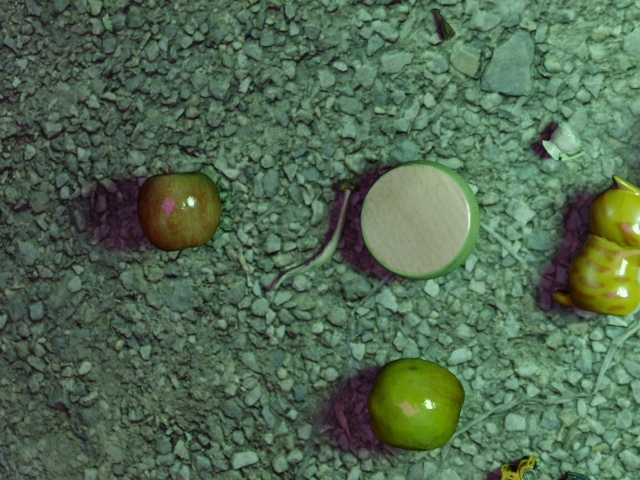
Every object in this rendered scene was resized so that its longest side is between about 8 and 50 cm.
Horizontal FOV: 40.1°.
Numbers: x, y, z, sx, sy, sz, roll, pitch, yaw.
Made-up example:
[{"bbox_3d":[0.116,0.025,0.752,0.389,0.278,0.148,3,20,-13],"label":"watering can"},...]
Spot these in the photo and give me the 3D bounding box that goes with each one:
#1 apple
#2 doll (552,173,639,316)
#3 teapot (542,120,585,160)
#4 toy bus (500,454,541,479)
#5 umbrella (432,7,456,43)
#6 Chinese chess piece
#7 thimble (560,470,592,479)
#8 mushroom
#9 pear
[{"bbox_3d":[-0.314,-0.066,1.959,0.188,0.188,0.174,-3,99,19],"label":"apple"},{"bbox_3d":[0.568,0.024,1.675,0.162,0.166,0.270,23,97,15],"label":"doll"},{"bbox_3d":[0.485,-0.190,1.747,0.083,0.064,0.064,41,116,-20],"label":"teapot"},{"bbox_3d":[0.398,0.516,1.804,0.074,0.069,0.162,16,99,20],"label":"toy bus"},{"bbox_3d":[0.258,-0.448,1.831,0.031,0.020,0.083,-26,79,18],"label":"umbrella"},{"bbox_3d":[0.206,-0.042,1.824,0.250,0.101,0.250,1,93,19],"label":"Chinese chess piece"},{"bbox_3d":[0.518,0.525,1.764,0.104,0.066,0.095,44,103,11],"label":"thimble"},{"bbox_3d":[0.002,0.000,1.934,0.068,0.043,0.306,40,106,31],"label":"mushroom"},{"bbox_3d":[0.195,0.337,1.805,0.200,0.200,0.200,1,93,19],"label":"pear"}]
